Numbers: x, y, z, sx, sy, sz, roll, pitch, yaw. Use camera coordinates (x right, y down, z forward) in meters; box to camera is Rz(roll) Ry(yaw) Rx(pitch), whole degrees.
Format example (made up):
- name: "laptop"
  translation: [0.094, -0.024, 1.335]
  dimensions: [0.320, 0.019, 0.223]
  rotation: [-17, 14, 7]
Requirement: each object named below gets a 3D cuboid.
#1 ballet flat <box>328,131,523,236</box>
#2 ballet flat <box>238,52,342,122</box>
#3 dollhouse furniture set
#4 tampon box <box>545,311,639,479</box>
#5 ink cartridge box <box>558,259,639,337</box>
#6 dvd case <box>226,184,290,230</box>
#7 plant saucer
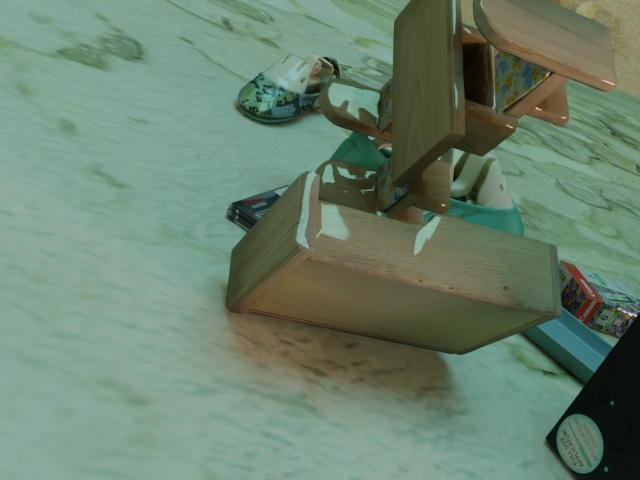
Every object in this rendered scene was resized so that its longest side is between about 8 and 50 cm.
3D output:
- name: "ballet flat"
  translation: [0.114, -0.049, 0.672]
  dimensions: [0.247, 0.087, 0.083]
  rotation: [9, 32, -35]
- name: "ballet flat"
  translation: [-0.027, -0.172, 0.804]
  dimensions: [0.070, 0.070, 0.188]
  rotation: [31, 25, 10]
- name: "dollhouse furniture set"
  translation: [0.046, -0.069, 0.467]
  dimensions: [0.161, 0.212, 0.242]
  rotation: [14, 63, -21]
- name: "tampon box"
  translation: [0.231, 0.097, 0.412]
  dimensions: [0.101, 0.161, 0.120]
  rotation: [10, 28, -32]
- name: "ink cartridge box"
  translation: [0.236, 0.049, 0.671]
  dimensions: [0.115, 0.029, 0.063]
  rotation: [19, 26, -17]
- name: "dvd case"
  translation: [0.000, 0.000, 0.554]
  dimensions: [0.119, 0.013, 0.087]
  rotation: [35, 26, 14]
- name: "plant saucer"
  translation: [0.182, 0.068, 0.596]
  dimensions: [0.067, 0.018, 0.192]
  rotation: [-6, 41, -50]
